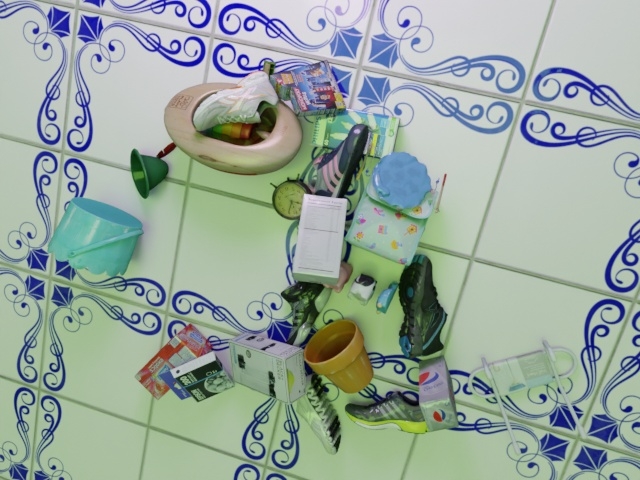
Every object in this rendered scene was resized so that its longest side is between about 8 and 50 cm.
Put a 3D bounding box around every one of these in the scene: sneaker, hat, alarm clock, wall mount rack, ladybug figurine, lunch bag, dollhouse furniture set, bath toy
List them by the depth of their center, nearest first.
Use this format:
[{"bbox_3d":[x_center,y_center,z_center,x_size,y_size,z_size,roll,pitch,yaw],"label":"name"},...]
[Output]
[{"bbox_3d":[-0.238,-0.374,1.297,0.263,0.099,0.121,-34,89,-6],"label":"sneaker"},{"bbox_3d":[0.042,-0.237,1.376,0.131,0.112,0.318,34,136,10],"label":"sneaker"},{"bbox_3d":[-0.155,-0.494,1.398,0.076,0.151,0.058,6,133,-13],"label":"dollhouse furniture set"},{"bbox_3d":[0.221,-0.078,1.407,0.224,0.160,0.262,24,94,6],"label":"lunch bag"},{"bbox_3d":[-0.273,-0.337,1.417,0.450,0.162,0.304,20,67,8],"label":"ladybug figurine"},{"bbox_3d":[0.670,0.493,1.444,0.350,0.130,0.303,-21,96,15],"label":"wall mount rack"},{"bbox_3d":[0.338,0.212,1.478,0.140,0.125,0.340,0,99,-17],"label":"sneaker"},{"bbox_3d":[0.078,0.114,1.487,0.349,0.151,0.128,26,67,8],"label":"bath toy"},{"bbox_3d":[-0.085,-0.118,1.502,0.130,0.064,0.191,-15,100,17],"label":"alarm clock"},{"bbox_3d":[-0.082,0.241,1.556,0.153,0.101,0.268,31,99,4],"label":"sneaker"},{"bbox_3d":[0.235,0.581,1.567,0.300,0.111,0.121,3,91,5],"label":"sneaker"},{"bbox_3d":[-0.545,-0.253,1.584,0.209,0.184,0.172,-28,82,57],"label":"hat"},{"bbox_3d":[-0.014,0.624,1.619,0.119,0.110,0.291,-23,88,22],"label":"sneaker"}]

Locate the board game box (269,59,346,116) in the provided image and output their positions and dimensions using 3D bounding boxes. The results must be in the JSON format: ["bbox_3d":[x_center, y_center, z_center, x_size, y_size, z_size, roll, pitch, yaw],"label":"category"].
[{"bbox_3d":[-0.046,-0.443,1.349,0.194,0.060,0.194,-11,66,-17],"label":"board game box"}]

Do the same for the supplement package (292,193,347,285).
[{"bbox_3d":[0.000,0.000,1.371,0.139,0.134,0.243,8,75,1],"label":"supplement package"}]

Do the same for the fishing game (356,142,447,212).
[{"bbox_3d":[0.240,-0.175,1.347,0.264,0.041,0.189,18,70,-4],"label":"fishing game"}]

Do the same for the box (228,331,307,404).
[{"bbox_3d":[-0.184,0.429,1.545,0.290,0.087,0.169,6,104,41],"label":"box"}]

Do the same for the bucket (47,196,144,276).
[{"bbox_3d":[-0.759,-0.016,1.548,0.281,0.281,0.183,27,96,5],"label":"bucket"}]

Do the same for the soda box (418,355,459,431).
[{"bbox_3d":[0.364,0.470,1.415,0.091,0.286,0.097,-18,96,15],"label":"soda box"}]

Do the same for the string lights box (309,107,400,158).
[{"bbox_3d":[0.108,-0.339,1.417,0.260,0.077,0.133,12,104,8],"label":"string lights box"}]

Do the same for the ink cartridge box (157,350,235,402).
[{"bbox_3d":[-0.438,0.501,1.613,0.209,0.045,0.206,-22,135,-5],"label":"ink cartridge box"}]

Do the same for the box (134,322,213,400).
[{"bbox_3d":[-0.539,0.445,1.666,0.128,0.122,0.257,45,105,0],"label":"box"}]

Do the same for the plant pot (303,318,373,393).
[{"bbox_3d":[0.078,0.402,1.515,0.205,0.205,0.187,-27,110,14],"label":"plant pot"}]
